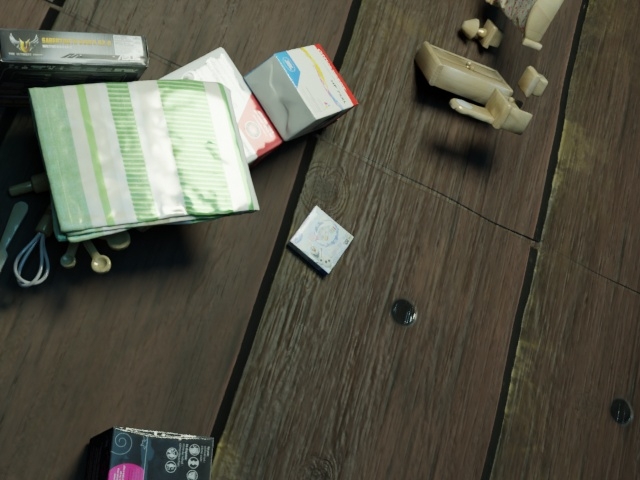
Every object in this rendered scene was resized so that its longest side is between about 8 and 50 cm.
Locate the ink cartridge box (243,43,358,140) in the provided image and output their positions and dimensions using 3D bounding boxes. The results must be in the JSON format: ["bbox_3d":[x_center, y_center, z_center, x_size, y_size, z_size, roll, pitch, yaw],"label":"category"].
[{"bbox_3d":[-0.022,-0.265,1.956,0.134,0.078,0.231,57,29,0],"label":"ink cartridge box"}]

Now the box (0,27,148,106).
[{"bbox_3d":[-0.408,-0.267,1.764,0.231,0.183,0.056,-2,76,-26],"label":"box"}]

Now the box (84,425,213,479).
[{"bbox_3d":[-0.260,0.411,1.639,0.163,0.142,0.247,12,70,-24],"label":"box"}]

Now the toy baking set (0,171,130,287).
[{"bbox_3d":[-0.409,-0.026,1.727,0.256,0.030,0.197,-12,63,-4],"label":"toy baking set"}]

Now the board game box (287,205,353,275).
[{"bbox_3d":[0.000,0.000,1.971,0.090,0.020,0.090,41,61,-10],"label":"board game box"}]

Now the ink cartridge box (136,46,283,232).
[{"bbox_3d":[-0.232,-0.168,1.856,0.273,0.114,0.197,-34,91,-30],"label":"ink cartridge box"}]

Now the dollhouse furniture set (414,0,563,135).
[{"bbox_3d":[0.345,-0.431,2.083,0.174,0.355,0.303,16,28,-22],"label":"dollhouse furniture set"}]

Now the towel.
[{"bbox_3d":[-0.272,-0.133,1.741,0.325,0.038,0.248,-8,77,-25],"label":"towel"}]
